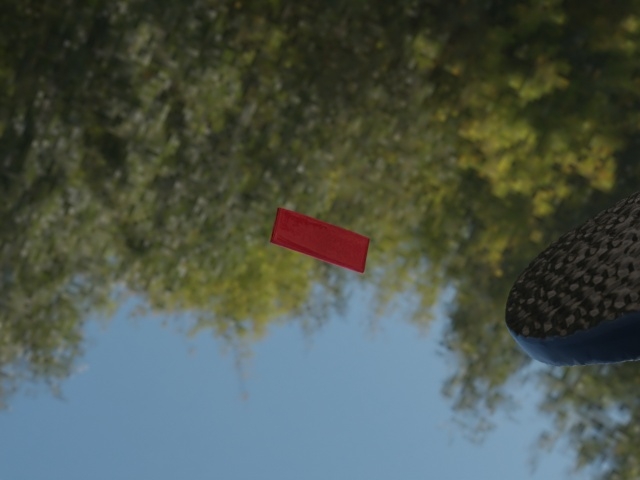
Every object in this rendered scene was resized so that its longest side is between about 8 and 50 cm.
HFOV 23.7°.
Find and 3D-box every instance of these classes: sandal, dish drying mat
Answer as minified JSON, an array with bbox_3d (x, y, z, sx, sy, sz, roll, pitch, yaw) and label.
[{"bbox_3d":[0.249,0.039,0.857,0.107,0.167,0.446,55,161,-13],"label":"sandal"},{"bbox_3d":[0.000,0.000,1.227,0.083,0.032,0.008,19,157,-21],"label":"dish drying mat"}]
